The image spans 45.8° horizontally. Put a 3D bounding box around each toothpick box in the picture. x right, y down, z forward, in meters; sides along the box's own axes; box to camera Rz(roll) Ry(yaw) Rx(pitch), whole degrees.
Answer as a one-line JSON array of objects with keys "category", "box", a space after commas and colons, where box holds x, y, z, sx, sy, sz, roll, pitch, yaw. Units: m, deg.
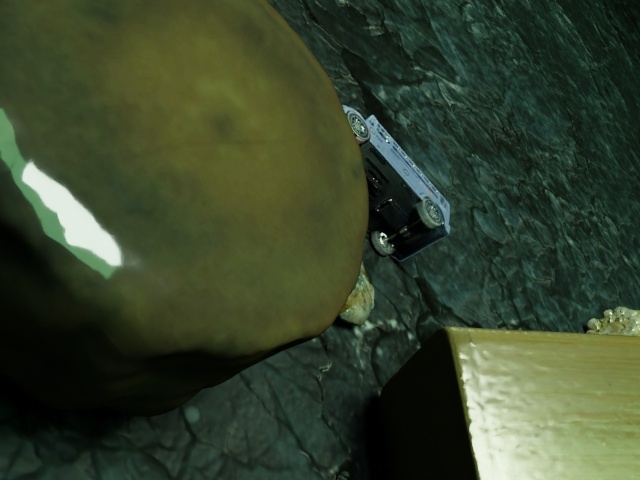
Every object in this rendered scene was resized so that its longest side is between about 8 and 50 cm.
[{"category": "toothpick box", "box": [0.220, 0.167, 0.594, 0.308, 0.190, 0.187, 5, 58, -16]}]

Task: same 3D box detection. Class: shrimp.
[{"category": "shrimp", "box": [0.000, 0.000, 0.668, 0.161, 0.034, 0.091, 60, 25, -5]}]

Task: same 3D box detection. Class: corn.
[{"category": "corn", "box": [0.427, 0.128, 0.999, 0.211, 0.087, 0.087, 19, 50, -37]}]

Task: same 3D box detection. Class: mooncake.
[{"category": "mooncake", "box": [-0.116, -0.039, 0.457, 0.290, 0.161, 0.290, 28, 47, -34]}]

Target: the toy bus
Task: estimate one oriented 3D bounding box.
[{"category": "toy bus", "box": [0.051, -0.062, 0.732, 0.167, 0.073, 0.076, 47, 35, -18]}]
